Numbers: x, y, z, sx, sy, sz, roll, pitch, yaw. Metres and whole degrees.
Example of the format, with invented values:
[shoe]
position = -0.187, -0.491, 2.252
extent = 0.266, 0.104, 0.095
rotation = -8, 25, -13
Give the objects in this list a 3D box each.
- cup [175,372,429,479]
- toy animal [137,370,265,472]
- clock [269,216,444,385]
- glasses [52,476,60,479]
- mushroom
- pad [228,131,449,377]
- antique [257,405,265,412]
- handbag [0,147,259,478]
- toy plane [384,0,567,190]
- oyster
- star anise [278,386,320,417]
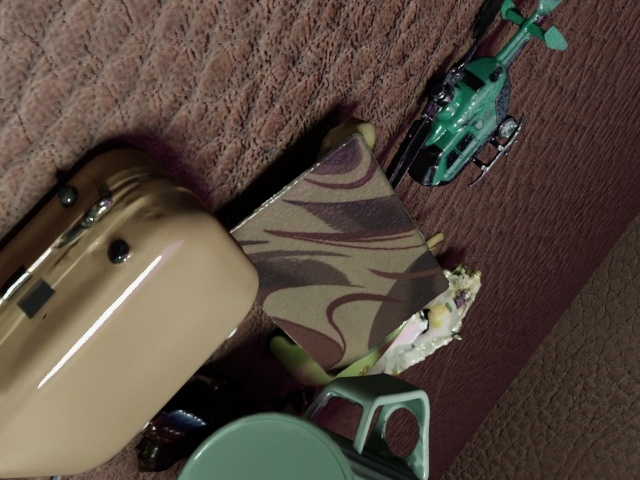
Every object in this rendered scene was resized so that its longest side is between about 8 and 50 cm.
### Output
[cup]
position = -0.003, 0.379, 1.013
extent = 0.310, 0.401, 0.392
rotation = -9, 148, 18
[toy animal]
position = -0.172, 0.271, 0.997
extent = 0.180, 0.116, 0.218
rotation = -51, 159, 4
[clock]
position = 0.073, 0.092, 1.140
extent = 0.308, 0.096, 0.235
rotation = -54, 150, 10
[glasses]
position = -0.359, 0.339, 0.878
extent = 0.103, 0.062, 0.140
rotation = -10, 135, -51
[mushroom]
position = 0.001, -0.002, 0.928
extent = 0.109, 0.097, 0.352
rotation = -35, 148, -50
[pad]
position = 0.030, 0.037, 0.897
extent = 0.220, 0.004, 0.330
rotation = -39, 134, 0
[antique]
position = -0.154, 0.406, 1.196
extent = 0.125, 0.150, 0.284
rotation = -12, 127, -52
[handbag]
position = -0.198, 0.087, 0.700
extent = 0.302, 0.149, 0.283
rotation = -49, 150, -3
[toy plane]
position = 0.217, -0.204, 0.975
extent = 0.155, 0.106, 0.382
rotation = 20, 115, -48
[oyster]
position = 0.161, 0.165, 1.376
extent = 0.354, 0.107, 0.201
rotation = -29, 129, -10
[star anise]
position = -0.048, 0.312, 1.288
extent = 0.124, 0.056, 0.129
rotation = -48, 153, 1
